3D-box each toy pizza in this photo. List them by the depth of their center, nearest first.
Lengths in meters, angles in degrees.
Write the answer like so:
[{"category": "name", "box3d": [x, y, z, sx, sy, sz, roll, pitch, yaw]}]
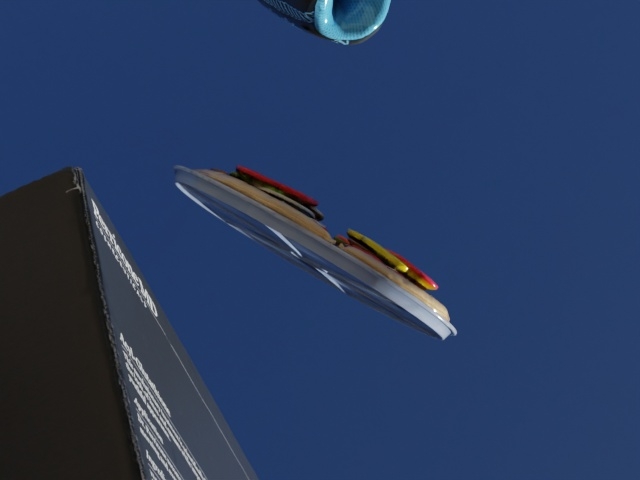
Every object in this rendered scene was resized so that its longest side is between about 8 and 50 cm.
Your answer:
[{"category": "toy pizza", "box3d": [0.000, 0.000, 0.835, 0.201, 0.201, 0.032, 28, -95, 24]}]

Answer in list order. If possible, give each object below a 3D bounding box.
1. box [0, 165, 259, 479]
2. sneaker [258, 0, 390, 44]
[{"category": "box", "box3d": [-0.064, 0.135, 0.466, 0.103, 0.261, 0.184, -20, -135, 2]}, {"category": "sneaker", "box3d": [0.076, -0.242, 0.636, 0.341, 0.125, 0.139, -53, -138, 21]}]
